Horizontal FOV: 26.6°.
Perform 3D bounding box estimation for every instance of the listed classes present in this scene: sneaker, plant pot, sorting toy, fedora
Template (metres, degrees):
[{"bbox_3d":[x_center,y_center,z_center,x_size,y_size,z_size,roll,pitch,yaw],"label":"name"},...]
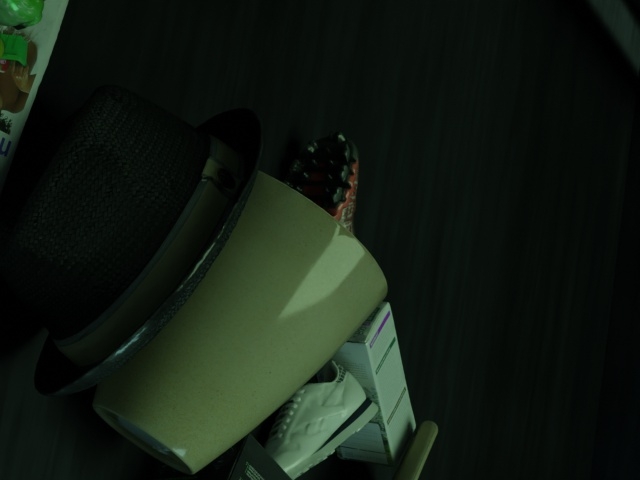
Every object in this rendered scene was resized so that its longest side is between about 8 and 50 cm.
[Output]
[{"bbox_3d":[0.000,0.000,1.755,0.135,0.098,0.276,35,65,-60],"label":"sneaker"},{"bbox_3d":[-0.110,0.096,1.423,0.274,0.256,0.256,-55,144,-19],"label":"plant pot"},{"bbox_3d":[0.081,0.425,1.928,0.307,0.041,0.229,-60,177,-40],"label":"sorting toy"},{"bbox_3d":[-0.200,-0.027,1.227,0.152,0.334,0.334,40,51,-20],"label":"fedora"},{"bbox_3d":[-0.027,0.250,1.774,0.235,0.090,0.095,-37,92,-43],"label":"sneaker"}]

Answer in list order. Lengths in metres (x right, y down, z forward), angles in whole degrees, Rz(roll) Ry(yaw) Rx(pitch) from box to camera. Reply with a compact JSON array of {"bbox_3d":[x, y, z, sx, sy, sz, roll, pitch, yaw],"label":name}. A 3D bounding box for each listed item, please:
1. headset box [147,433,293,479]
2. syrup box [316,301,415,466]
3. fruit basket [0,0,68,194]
[{"bbox_3d":[-0.102,0.381,1.495,0.246,0.131,0.283,52,44,-33],"label":"headset box"},{"bbox_3d":[0.060,0.200,1.916,0.096,0.093,0.237,-55,141,-47],"label":"syrup box"},{"bbox_3d":[-0.287,-0.222,1.056,0.327,0.165,0.353,33,68,-61],"label":"fruit basket"}]
